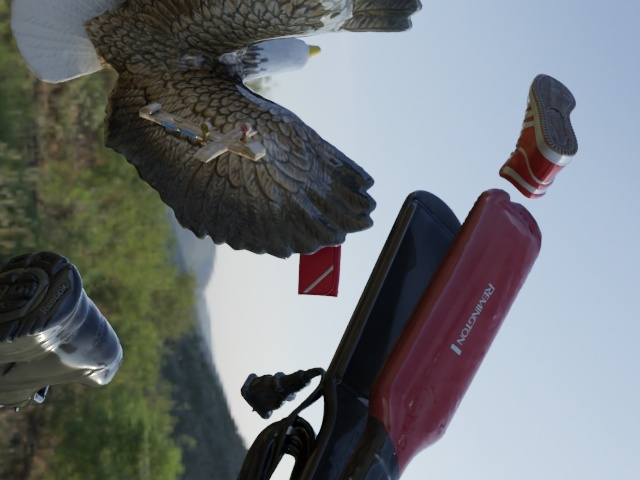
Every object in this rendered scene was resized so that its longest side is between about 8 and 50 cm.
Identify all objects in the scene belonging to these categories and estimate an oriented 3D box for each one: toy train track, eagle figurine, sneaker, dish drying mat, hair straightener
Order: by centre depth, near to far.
[{"bbox_3d":[0.003,0.082,0.379,0.089,0.047,0.230,7,-113,53],"label":"hair straightener"},{"bbox_3d":[-0.068,-0.066,0.562,0.048,0.083,0.014,-39,143,-47],"label":"toy train track"},{"bbox_3d":[0.000,0.000,0.738,0.008,0.032,0.083,-1,94,-76],"label":"dish drying mat"},{"bbox_3d":[-0.077,-0.141,0.773,0.298,0.225,0.226,28,-27,55],"label":"eagle figurine"},{"bbox_3d":[0.176,-0.083,0.805,0.118,0.042,0.067,-77,-169,-49],"label":"sneaker"},{"bbox_3d":[-0.294,0.093,0.823,0.130,0.286,0.109,58,38,-42],"label":"sneaker"}]
